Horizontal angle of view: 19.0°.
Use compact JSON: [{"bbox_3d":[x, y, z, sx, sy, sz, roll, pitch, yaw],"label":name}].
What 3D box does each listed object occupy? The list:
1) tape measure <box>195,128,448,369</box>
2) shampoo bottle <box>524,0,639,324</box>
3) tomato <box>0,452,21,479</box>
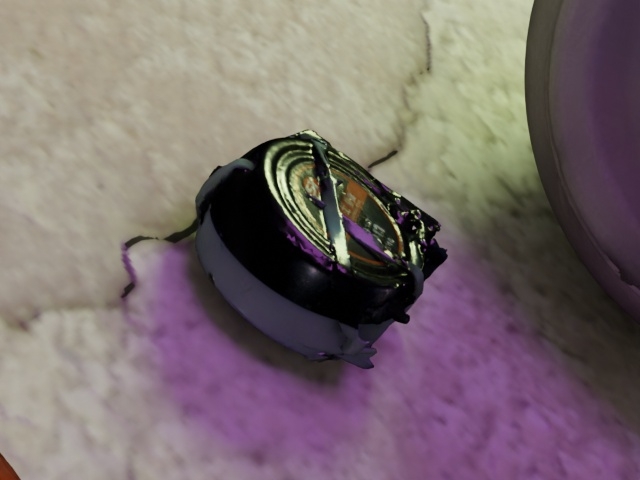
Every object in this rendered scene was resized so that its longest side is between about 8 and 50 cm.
[{"bbox_3d":[-0.001,0.000,0.707,0.091,0.054,0.094,40,28,1],"label":"tape measure"},{"bbox_3d":[0.238,-0.073,0.828,0.273,0.273,0.266,51,26,13],"label":"shampoo bottle"},{"bbox_3d":[-0.145,0.099,0.329,0.208,0.208,0.184,23,54,-25],"label":"tomato"}]
